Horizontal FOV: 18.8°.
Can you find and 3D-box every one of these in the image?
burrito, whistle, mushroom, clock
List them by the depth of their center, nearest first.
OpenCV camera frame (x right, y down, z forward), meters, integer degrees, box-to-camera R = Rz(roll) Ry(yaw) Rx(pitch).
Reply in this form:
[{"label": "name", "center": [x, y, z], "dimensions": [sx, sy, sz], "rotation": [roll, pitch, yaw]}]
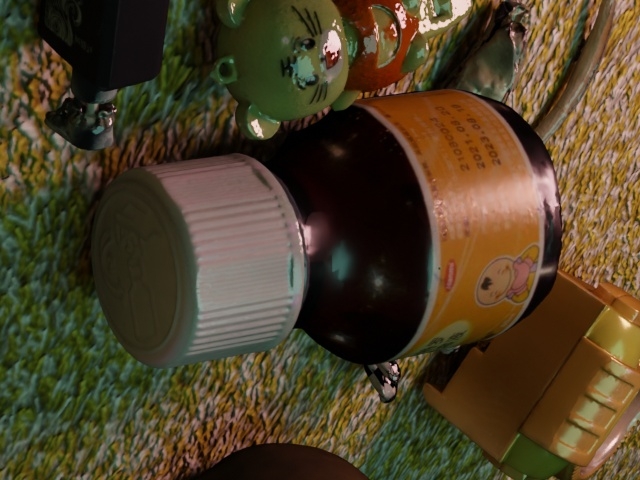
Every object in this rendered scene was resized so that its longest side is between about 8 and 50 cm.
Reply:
[{"label": "whistle", "center": [0.021, -0.175, 1.622], "dimensions": [0.288, 0.106, 0.131], "rotation": [-21, 110, -35]}, {"label": "burrito", "center": [0.138, -0.130, 1.871], "dimensions": [0.058, 0.063, 0.229], "rotation": [32, 96, -32]}, {"label": "mushroom", "center": [0.250, -0.154, 2.019], "dimensions": [0.306, 0.043, 0.068], "rotation": [-59, 173, 7]}, {"label": "clock", "center": [0.292, 0.156, 2.238], "dimensions": [0.244, 0.200, 0.317], "rotation": [-54, 157, 10]}]

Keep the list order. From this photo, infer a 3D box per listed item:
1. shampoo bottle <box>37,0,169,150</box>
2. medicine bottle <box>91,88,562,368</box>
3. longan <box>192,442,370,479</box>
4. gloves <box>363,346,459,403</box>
[{"label": "shampoo bottle", "center": [-0.152, -0.201, 1.394], "dimensions": [0.071, 0.098, 0.309], "rotation": [-23, 137, -38]}, {"label": "medicine bottle", "center": [0.000, 0.000, 1.678], "dimensions": [0.395, 0.242, 0.242], "rotation": [-11, 130, -31]}, {"label": "longan", "center": [-0.034, 0.325, 1.909], "dimensions": [0.258, 0.258, 0.258], "rotation": [-33, 143, -29]}, {"label": "gloves", "center": [0.092, 0.080, 1.986], "dimensions": [0.127, 0.111, 0.212], "rotation": [-32, 172, -37]}]
